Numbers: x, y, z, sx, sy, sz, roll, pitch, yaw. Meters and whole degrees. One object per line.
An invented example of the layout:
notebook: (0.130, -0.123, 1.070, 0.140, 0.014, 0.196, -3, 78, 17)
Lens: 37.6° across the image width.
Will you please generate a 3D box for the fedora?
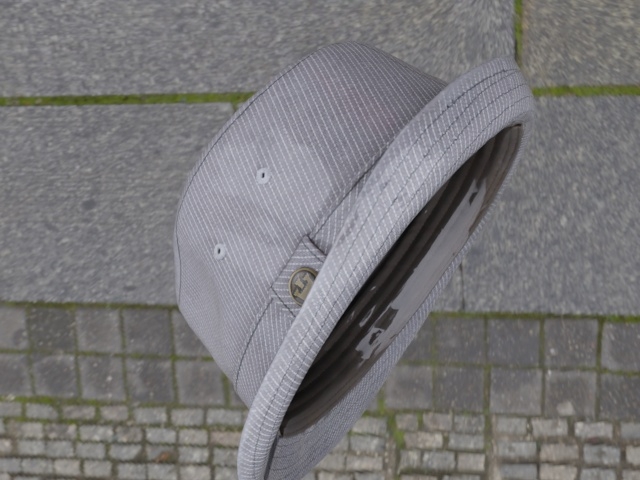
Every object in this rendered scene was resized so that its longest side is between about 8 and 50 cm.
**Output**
fedora: (0.000, 0.000, 0.529, 0.124, 0.244, 0.275, 36, 121, 16)
